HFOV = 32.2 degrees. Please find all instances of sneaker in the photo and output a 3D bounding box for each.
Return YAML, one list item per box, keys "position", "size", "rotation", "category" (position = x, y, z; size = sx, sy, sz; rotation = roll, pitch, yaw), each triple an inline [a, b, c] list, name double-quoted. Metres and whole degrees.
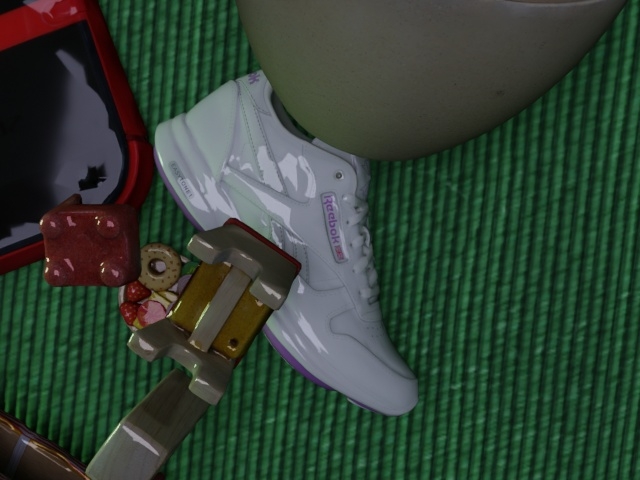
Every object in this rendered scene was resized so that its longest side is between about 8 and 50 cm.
- position: [0.000, 0.000, 0.878]
  size: [0.152, 0.114, 0.305]
  rotation: [-36, 90, 8]
  category: "sneaker"

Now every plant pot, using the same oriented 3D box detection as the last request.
- position: [0.058, -0.169, 0.782]
  size: [0.284, 0.284, 0.191]
  rotation: [23, 133, 4]
  category: "plant pot"

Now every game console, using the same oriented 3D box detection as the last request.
- position: [-0.362, -0.118, 0.935]
  size: [0.387, 0.060, 0.342]
  rotation: [-20, 86, 3]
  category: "game console"

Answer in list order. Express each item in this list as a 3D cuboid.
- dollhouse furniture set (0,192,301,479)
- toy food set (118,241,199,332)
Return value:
- position: [-0.187, 0.112, 0.859]
  size: [0.201, 0.152, 0.374]
  rotation: [34, 106, 2]
  category: "dollhouse furniture set"
- position: [-0.132, 0.049, 0.943]
  size: [0.083, 0.020, 0.083]
  rotation: [33, 96, 3]
  category: "toy food set"
